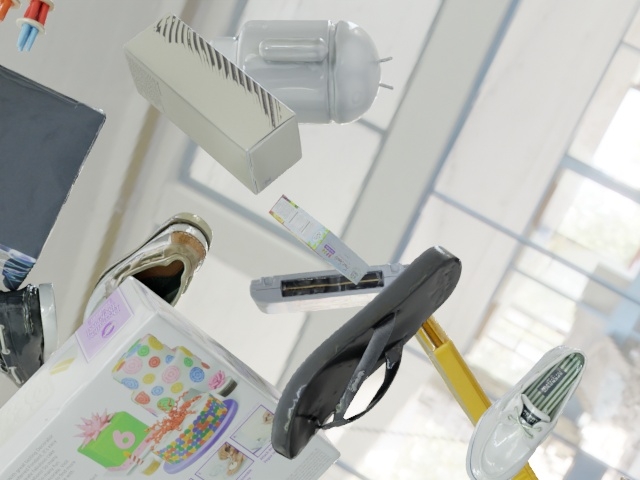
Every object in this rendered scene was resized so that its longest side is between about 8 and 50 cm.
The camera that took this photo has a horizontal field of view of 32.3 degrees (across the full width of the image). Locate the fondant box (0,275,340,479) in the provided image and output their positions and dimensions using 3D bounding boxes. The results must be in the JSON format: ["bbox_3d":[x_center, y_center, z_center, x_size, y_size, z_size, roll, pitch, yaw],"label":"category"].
[{"bbox_3d":[-0.169,0.227,1.235,0.238,0.096,0.330,-46,-53,1],"label":"fondant box"}]

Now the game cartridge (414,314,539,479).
[{"bbox_3d":[0.258,0.268,1.868,0.052,0.324,0.285,-35,12,2],"label":"game cartridge"}]

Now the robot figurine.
[{"bbox_3d":[-0.037,-0.322,2.120,0.300,0.353,0.200,56,-144,-82],"label":"robot figurine"}]

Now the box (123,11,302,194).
[{"bbox_3d":[-0.153,-0.196,1.562,0.094,0.275,0.113,-41,-25,-18],"label":"box"}]

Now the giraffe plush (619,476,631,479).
[{"bbox_3d":[0.288,0.236,0.795,0.210,0.170,0.181,-48,-39,-40],"label":"giraffe plush"}]

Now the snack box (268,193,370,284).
[{"bbox_3d":[0.000,0.000,1.532,0.037,0.100,0.141,-50,-34,0],"label":"snack box"}]

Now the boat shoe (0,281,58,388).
[{"bbox_3d":[-0.425,0.150,1.586,0.303,0.091,0.114,107,155,-52],"label":"boat shoe"}]

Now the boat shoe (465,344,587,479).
[{"bbox_3d":[0.269,0.226,1.454,0.226,0.083,0.076,-55,-5,-12],"label":"boat shoe"}]

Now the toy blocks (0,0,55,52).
[{"bbox_3d":[-0.522,-0.397,1.917,0.054,0.123,0.148,54,-132,-62],"label":"toy blocks"}]

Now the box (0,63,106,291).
[{"bbox_3d":[-0.485,-0.089,1.455,0.395,0.293,0.212,-29,38,67],"label":"box"}]

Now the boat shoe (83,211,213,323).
[{"bbox_3d":[-0.284,0.081,1.713,0.302,0.113,0.103,-47,16,31],"label":"boat shoe"}]

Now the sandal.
[{"bbox_3d":[0.049,0.107,1.039,0.254,0.054,0.097,-46,-29,-11],"label":"sandal"}]

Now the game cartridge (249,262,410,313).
[{"bbox_3d":[0.023,0.091,2.029,0.196,0.294,0.060,79,-175,-84],"label":"game cartridge"}]
